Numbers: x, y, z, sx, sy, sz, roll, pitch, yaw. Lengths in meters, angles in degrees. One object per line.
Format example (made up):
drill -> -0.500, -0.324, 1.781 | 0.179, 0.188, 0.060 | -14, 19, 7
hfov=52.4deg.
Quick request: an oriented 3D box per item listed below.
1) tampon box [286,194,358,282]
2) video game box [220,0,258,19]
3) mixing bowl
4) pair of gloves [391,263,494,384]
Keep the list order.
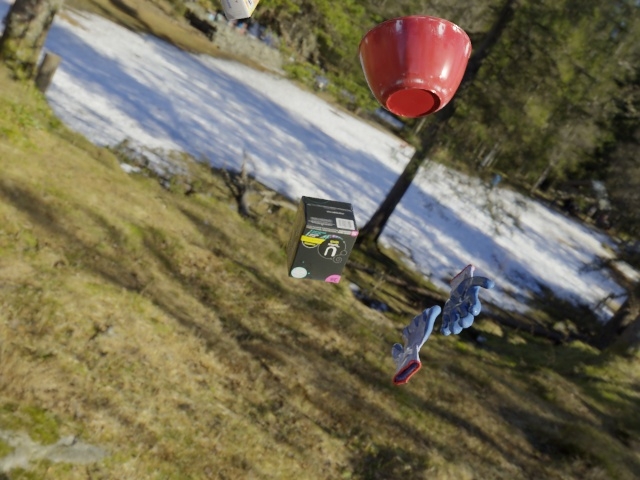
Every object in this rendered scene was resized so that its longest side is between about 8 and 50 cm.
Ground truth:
tampon box -> 0.000, 0.000, 1.452 | 0.121, 0.161, 0.101 | 8, 39, -14
video game box -> -0.126, -0.477, 0.998 | 0.187, 0.048, 0.205 | 64, 34, -43
mixing bowl -> 0.149, -0.261, 1.038 | 0.181, 0.181, 0.098 | 18, 65, -34
pair of gloves -> 0.165, 0.111, 0.895 | 0.023, 0.198, 0.159 | 41, 25, -5
